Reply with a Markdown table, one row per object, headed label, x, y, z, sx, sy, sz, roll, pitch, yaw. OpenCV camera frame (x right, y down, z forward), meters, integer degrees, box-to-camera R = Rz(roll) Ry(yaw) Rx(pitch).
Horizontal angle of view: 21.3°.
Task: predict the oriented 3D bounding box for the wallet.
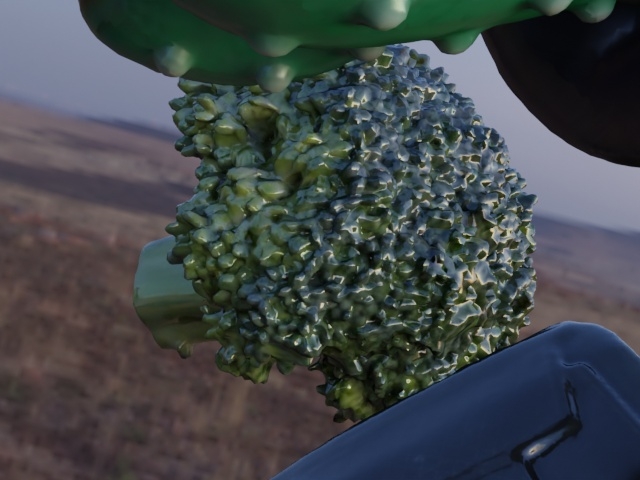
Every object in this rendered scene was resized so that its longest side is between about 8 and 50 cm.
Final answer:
| label | x | y | z | sx | sy | sz | roll | pitch | yaw |
| --- | --- | --- | --- | --- | --- | --- | --- | --- | --- |
| wallet | 0.088 | 0.121 | 0.581 | 0.169 | 0.052 | 0.245 | -21 | 33 | -11 |

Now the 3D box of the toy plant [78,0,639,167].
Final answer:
| label | x | y | z | sx | sy | sz | roll | pitch | yaw |
| --- | --- | --- | --- | --- | --- | --- | --- | --- | --- |
| toy plant | 0.078 | -0.112 | 0.504 | 0.400 | 0.185 | 0.279 | -6 | 3 | -38 |

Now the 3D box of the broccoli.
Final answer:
| label | x | y | z | sx | sy | sz | roll | pitch | yaw |
| --- | --- | --- | --- | --- | --- | --- | --- | --- | --- |
| broccoli | 0.013 | -0.015 | 1.033 | 0.260 | 0.235 | 0.288 | 18 | -4 | 33 |
